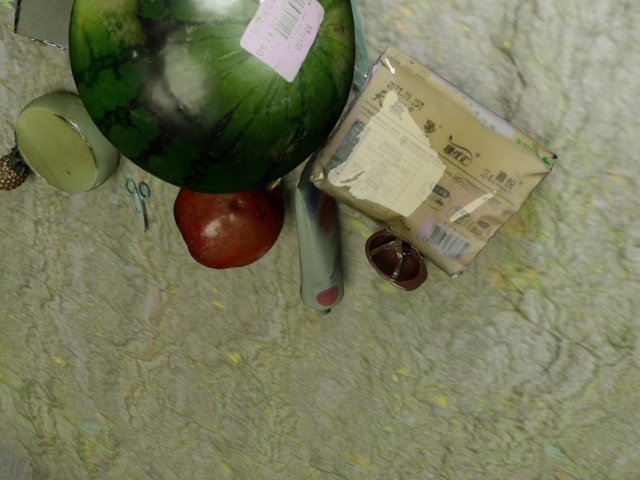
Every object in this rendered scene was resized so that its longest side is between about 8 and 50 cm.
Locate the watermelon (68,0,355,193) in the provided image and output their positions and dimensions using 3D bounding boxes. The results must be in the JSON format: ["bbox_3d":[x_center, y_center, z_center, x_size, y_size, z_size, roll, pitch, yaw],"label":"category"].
[{"bbox_3d":[-0.125,-0.223,0.739,0.363,0.363,0.363,15,130,18],"label":"watermelon"}]

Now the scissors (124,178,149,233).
[{"bbox_3d":[-0.352,-0.064,1.216,0.058,0.014,0.119,14,127,21],"label":"scissors"}]

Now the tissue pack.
[{"bbox_3d":[0.136,-0.095,0.817,0.257,0.123,0.215,32,115,-5],"label":"tissue pack"}]

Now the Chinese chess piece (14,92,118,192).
[{"bbox_3d":[-0.465,-0.178,1.148,0.189,0.083,0.188,13,129,16],"label":"Chinese chess piece"}]

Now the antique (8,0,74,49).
[{"bbox_3d":[-0.340,-0.364,0.865,0.152,0.147,0.146,7,144,-31],"label":"antique"}]

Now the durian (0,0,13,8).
[{"bbox_3d":[-0.548,-0.452,0.951,0.375,0.106,0.132,27,139,-4],"label":"durian"}]

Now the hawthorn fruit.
[{"bbox_3d":[-0.133,-0.051,1.009,0.200,0.179,0.179,-32,106,20],"label":"hawthorn fruit"}]

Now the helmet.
[{"bbox_3d":[0.128,0.019,0.985,0.111,0.057,0.089,48,130,-5],"label":"helmet"}]

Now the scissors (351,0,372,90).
[{"bbox_3d":[0.064,-0.216,0.867,0.144,0.017,0.247,-15,115,35],"label":"scissors"}]

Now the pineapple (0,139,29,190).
[{"bbox_3d":[-0.605,-0.160,1.250,0.159,0.074,0.074,-31,106,33],"label":"pineapple"}]

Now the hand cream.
[{"bbox_3d":[0.000,0.000,1.012,0.078,0.124,0.340,14,135,16],"label":"hand cream"}]
